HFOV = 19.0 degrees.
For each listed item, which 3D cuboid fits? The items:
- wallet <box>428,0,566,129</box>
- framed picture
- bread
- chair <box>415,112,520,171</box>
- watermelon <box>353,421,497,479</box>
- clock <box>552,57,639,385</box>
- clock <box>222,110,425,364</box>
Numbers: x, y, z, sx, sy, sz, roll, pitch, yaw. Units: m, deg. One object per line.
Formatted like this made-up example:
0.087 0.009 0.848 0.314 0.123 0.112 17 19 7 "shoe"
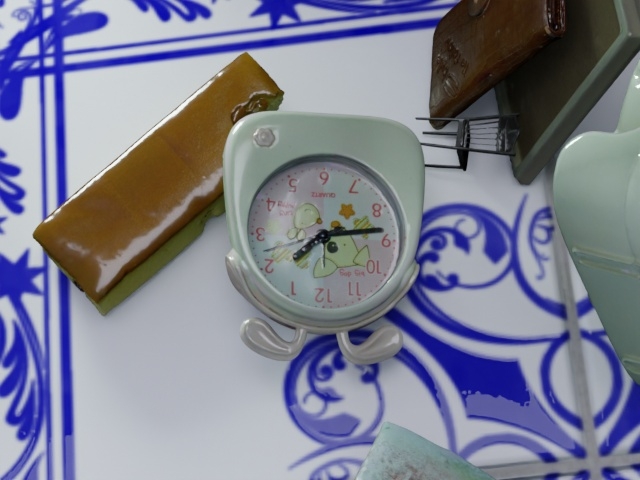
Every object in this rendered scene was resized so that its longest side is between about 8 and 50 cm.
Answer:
0.130 -0.160 1.454 0.026 0.176 0.095 12 66 -22 "wallet"
0.167 -0.219 1.456 0.020 0.211 0.290 1 62 -20 "framed picture"
-0.114 -0.045 1.490 0.226 0.049 0.088 -41 67 -13 "bread"
0.115 -0.076 1.481 0.086 0.042 0.037 2 68 18 "chair"
0.071 0.241 1.244 0.319 0.214 0.290 -11 62 14 "watermelon"
0.304 -0.061 1.346 0.108 0.265 0.324 15 58 40 "clock"
0.000 0.000 1.431 0.151 0.062 0.191 4 74 -9 "clock"
